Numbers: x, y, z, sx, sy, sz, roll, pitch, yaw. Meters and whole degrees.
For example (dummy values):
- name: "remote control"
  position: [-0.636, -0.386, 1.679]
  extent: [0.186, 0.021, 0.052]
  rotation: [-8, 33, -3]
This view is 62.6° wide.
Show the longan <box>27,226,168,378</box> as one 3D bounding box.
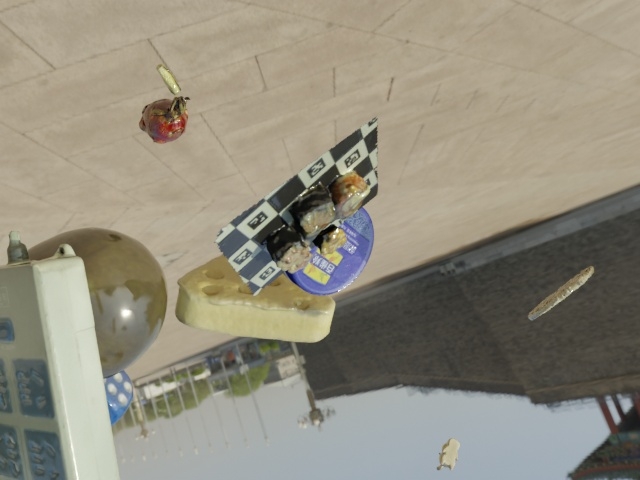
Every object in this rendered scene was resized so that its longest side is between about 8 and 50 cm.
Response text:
- name: "longan"
  position: [-0.517, 0.137, 1.152]
  extent: [0.361, 0.361, 0.361]
  rotation: [-19, 171, -3]

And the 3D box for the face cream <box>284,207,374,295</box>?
- name: "face cream"
  position: [0.000, 0.000, 1.077]
  extent: [0.206, 0.206, 0.111]
  rotation: [-14, -154, -31]

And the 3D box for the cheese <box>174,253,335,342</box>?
- name: "cheese"
  position: [-0.192, 0.136, 1.313]
  extent: [0.384, 0.104, 0.384]
  rotation: [12, -160, -5]

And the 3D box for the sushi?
- name: "sushi"
  position: [-0.002, -0.017, 0.587]
  extent: [0.210, 0.040, 0.193]
  rotation: [-39, 158, -10]

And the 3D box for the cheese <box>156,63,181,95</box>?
- name: "cheese"
  position: [-0.385, -0.408, 1.332]
  extent: [0.030, 0.083, 0.044]
  rotation: [-43, -149, -17]

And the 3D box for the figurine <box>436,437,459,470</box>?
- name: "figurine"
  position: [0.328, 0.558, 1.373]
  extent: [0.083, 0.047, 0.050]
  rotation: [-52, -179, -33]

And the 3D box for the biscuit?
- name: "biscuit"
  position: [0.449, 0.100, 0.982]
  extent: [0.152, 0.020, 0.152]
  rotation: [-34, 162, -12]

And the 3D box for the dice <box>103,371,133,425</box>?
- name: "dice"
  position: [-0.573, 0.391, 1.327]
  extent: [0.146, 0.143, 0.146]
  rotation: [-29, -157, 8]

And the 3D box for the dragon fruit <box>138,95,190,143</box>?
- name: "dragon fruit"
  position: [-0.415, -0.342, 1.439]
  extent: [0.125, 0.125, 0.246]
  rotation: [-16, -179, -38]

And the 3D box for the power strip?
- name: "power strip"
  position: [-0.204, 0.174, 0.403]
  extent: [0.106, 0.367, 0.043]
  rotation: [-7, -177, 30]
